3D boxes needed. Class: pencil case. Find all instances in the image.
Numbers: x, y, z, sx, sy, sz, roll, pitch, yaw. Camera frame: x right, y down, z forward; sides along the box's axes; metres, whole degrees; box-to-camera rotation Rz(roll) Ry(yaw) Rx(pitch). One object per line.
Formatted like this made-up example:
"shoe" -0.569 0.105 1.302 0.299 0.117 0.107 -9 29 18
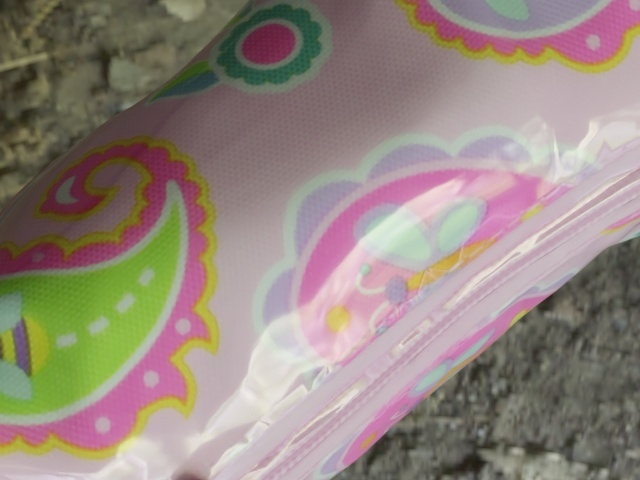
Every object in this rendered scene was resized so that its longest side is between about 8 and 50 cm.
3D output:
"pencil case" 0.000 0.000 0.379 0.284 0.124 0.124 -37 59 -10
